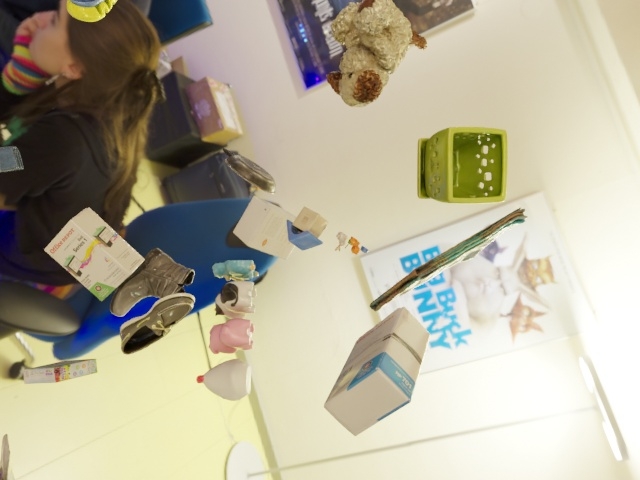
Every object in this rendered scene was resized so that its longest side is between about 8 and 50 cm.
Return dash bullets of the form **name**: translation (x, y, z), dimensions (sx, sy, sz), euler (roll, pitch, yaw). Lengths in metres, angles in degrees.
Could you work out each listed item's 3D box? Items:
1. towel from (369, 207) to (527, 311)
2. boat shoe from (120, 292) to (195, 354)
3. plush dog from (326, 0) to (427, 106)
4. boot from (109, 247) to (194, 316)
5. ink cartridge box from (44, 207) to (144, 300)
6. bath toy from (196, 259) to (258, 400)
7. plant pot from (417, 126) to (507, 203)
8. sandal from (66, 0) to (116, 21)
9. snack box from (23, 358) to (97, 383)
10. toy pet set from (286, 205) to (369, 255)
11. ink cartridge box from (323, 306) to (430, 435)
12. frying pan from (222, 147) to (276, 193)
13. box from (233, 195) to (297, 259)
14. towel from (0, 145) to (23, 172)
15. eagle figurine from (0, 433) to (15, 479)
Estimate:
- **towel**: translation (0.315, 0.055, 1.225), dimensions (0.040, 0.370, 0.271), euler (58, -27, 13)
- **boat shoe**: translation (-0.531, 0.273, 1.602), dimensions (0.109, 0.304, 0.091), euler (45, 21, -42)
- **plush dog**: translation (0.118, -0.423, 1.162), dimensions (0.210, 0.226, 0.262), euler (24, 10, -22)
- **boot**: translation (-0.699, 0.213, 2.045), dimensions (0.222, 0.338, 0.118), euler (32, -8, 16)
- **ink cartridge box**: translation (-0.826, 0.052, 1.802), dimensions (0.278, 0.201, 0.117), euler (47, 26, -13)
- **bath toy**: translation (-0.228, 0.219, 1.220), dimensions (0.151, 0.128, 0.349), euler (89, 1, -61)
- **plant pot**: translation (0.432, -0.230, 1.557), dimensions (0.207, 0.227, 0.229), euler (-171, -101, -66)
- **sandal**: translation (-0.542, -0.714, 1.282), dimensions (0.318, 0.126, 0.138), euler (-62, 178, -25)
- **snack box**: translation (-0.603, 0.303, 1.140), dimensions (0.100, 0.141, 0.037), euler (-3, 83, -56)
- **toy pet set**: translation (0.000, 0.000, 0.845), dimensions (0.122, 0.065, 0.114), euler (29, -5, 40)
- **ink cartridge box**: translation (0.103, 0.221, 0.856), dimensions (0.082, 0.139, 0.191), euler (45, 32, 0)
- **frying pan**: translation (-0.236, -0.244, 1.676), dimensions (0.197, 0.053, 0.326), euler (31, 13, -22)
- **box**: translation (-0.148, -0.035, 1.460), dimensions (0.091, 0.130, 0.170), euler (36, 8, 40)
- **towel**: translation (-0.881, -0.223, 1.361), dimensions (0.029, 0.119, 0.067), euler (-42, 126, -69)
- **eagle figurine**: translation (-0.468, 0.476, 0.746), dimensions (0.298, 0.225, 0.226), euler (37, 1, -16)
